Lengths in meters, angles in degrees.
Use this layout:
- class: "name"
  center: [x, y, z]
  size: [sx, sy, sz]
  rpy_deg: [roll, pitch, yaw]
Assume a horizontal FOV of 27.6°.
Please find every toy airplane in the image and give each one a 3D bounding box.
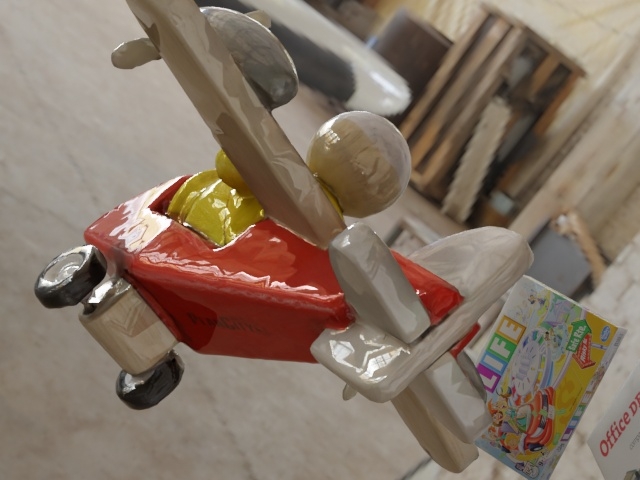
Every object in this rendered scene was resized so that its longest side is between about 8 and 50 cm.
- class: "toy airplane"
  center: [0.000, 0.000, 0.982]
  size: [0.384, 0.272, 0.386]
  rpy_deg: [32, -32, 7]

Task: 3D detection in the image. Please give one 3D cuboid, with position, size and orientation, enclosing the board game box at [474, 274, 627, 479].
- class: "board game box"
  center: [0.187, 0.121, 1.145]
  size: [0.103, 0.154, 0.026]
  rpy_deg: [30, 8, 32]

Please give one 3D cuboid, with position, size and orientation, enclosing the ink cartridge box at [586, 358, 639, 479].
- class: "ink cartridge box"
  center: [0.297, 0.188, 0.951]
  size: [0.093, 0.154, 0.212]
  rpy_deg: [-4, 51, -19]
